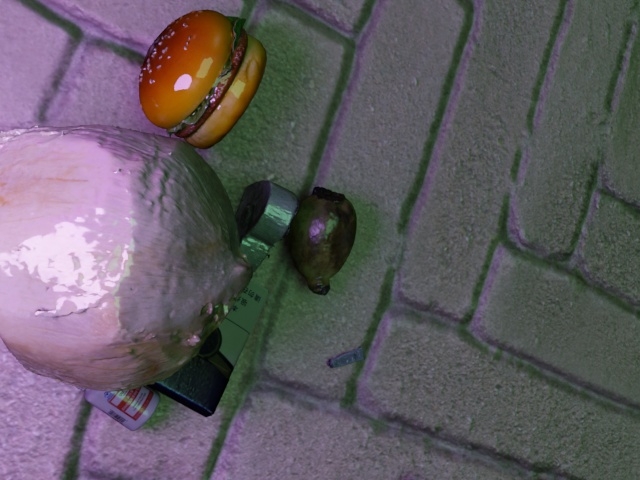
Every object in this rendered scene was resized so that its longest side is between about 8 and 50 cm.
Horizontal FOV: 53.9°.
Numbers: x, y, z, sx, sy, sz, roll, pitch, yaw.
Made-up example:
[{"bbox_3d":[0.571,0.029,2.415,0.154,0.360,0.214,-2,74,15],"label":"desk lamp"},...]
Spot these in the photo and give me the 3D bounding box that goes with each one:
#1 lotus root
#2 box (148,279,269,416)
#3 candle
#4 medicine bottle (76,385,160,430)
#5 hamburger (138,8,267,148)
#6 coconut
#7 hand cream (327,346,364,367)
[{"bbox_3d":[0.000,0.000,1.254,0.138,0.138,0.214,12,86,-26],"label":"lotus root"},{"bbox_3d":[-0.217,0.164,1.140,0.168,0.071,0.259,35,58,-22],"label":"box"},{"bbox_3d":[-0.113,-0.042,1.192,0.068,0.192,0.169,26,34,-23],"label":"candle"},{"bbox_3d":[-0.356,0.262,1.094,0.140,0.079,0.079,43,71,-19],"label":"medicine bottle"},{"bbox_3d":[-0.217,-0.290,1.089,0.170,0.246,0.246,27,77,-32],"label":"hamburger"},{"bbox_3d":[-0.284,0.027,0.925,0.404,0.404,0.405,1,89,-26],"label":"coconut"},{"bbox_3d":[0.055,0.251,1.334,0.093,0.019,0.030,-12,96,-28],"label":"hand cream"}]
